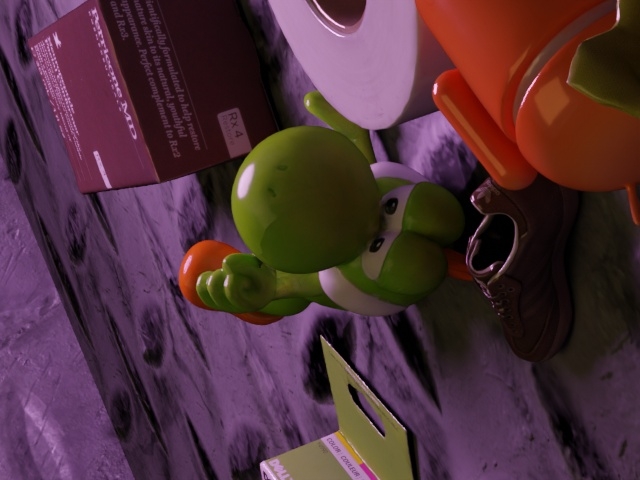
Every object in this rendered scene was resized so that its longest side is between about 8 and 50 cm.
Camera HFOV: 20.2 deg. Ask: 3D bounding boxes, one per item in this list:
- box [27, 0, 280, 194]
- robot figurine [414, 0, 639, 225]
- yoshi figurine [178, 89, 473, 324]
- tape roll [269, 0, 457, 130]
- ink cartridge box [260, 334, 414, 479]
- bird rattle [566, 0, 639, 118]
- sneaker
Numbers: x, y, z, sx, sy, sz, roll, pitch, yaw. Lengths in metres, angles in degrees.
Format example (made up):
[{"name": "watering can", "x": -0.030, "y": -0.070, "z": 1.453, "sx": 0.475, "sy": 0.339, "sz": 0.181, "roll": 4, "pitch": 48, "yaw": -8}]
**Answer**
[{"name": "box", "x": -0.179, "y": -0.157, "z": 1.844, "sx": 0.381, "sy": 0.143, "sz": 0.191, "roll": -4, "pitch": 105, "yaw": 70}, {"name": "robot figurine", "x": 0.133, "y": -0.114, "z": 0.969, "sx": 0.219, "sy": 0.158, "sz": 0.128, "roll": 58, "pitch": -179, "yaw": 32}, {"name": "yoshi figurine", "x": -0.017, "y": -0.022, "z": 1.427, "sx": 0.362, "sy": 0.203, "sz": 0.203, "roll": 175, "pitch": 82, "yaw": -69}, {"name": "tape roll", "x": 0.038, "y": -0.221, "z": 1.183, "sx": 0.286, "sy": 0.100, "sz": 0.286, "roll": 57, "pitch": 159, "yaw": 36}, {"name": "ink cartridge box", "x": 0.017, "y": 0.251, "z": 1.770, "sx": 0.189, "sy": 0.097, "sz": 0.255, "roll": 47, "pitch": 152, "yaw": 51}, {"name": "bird rattle", "x": 0.233, "y": -0.057, "z": 0.754, "sx": 0.253, "sy": 0.143, "sz": 0.207, "roll": 53, "pitch": 140, "yaw": 35}, {"name": "sneaker", "x": 0.127, "y": 0.017, "z": 1.223, "sx": 0.066, "sy": 0.071, "sz": 0.188, "roll": 53, "pitch": 156, "yaw": 42}]
